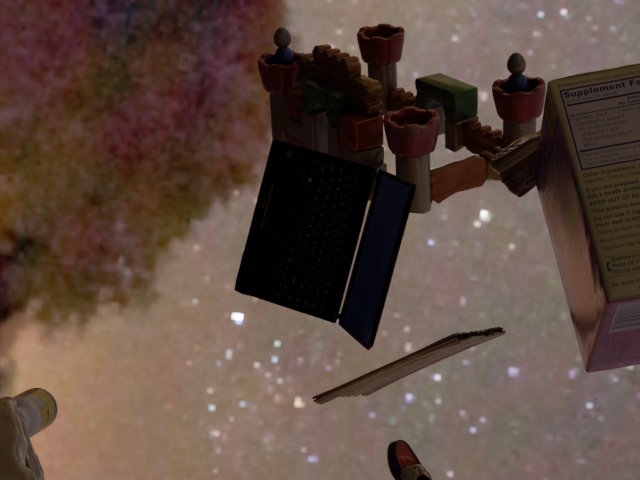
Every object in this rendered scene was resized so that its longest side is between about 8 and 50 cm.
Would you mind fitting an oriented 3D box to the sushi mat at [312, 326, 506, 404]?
[{"bbox_3d":[0.141,0.204,2.200,0.316,0.151,0.019,-29,-106,38],"label":"sushi mat"}]

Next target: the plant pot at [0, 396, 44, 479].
[{"bbox_3d":[-0.492,0.345,1.679,0.334,0.305,0.334,162,-90,-78],"label":"plant pot"}]

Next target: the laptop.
[{"bbox_3d":[0.000,0.000,1.889,0.136,0.264,0.234,-2,108,-70],"label":"laptop"}]

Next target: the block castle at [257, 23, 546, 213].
[{"bbox_3d":[0.120,-0.234,2.230,0.453,0.303,0.213,32,-47,49],"label":"block castle"}]

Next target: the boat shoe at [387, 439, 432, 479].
[{"bbox_3d":[0.137,0.342,1.924,0.043,0.049,0.137,-50,-124,52],"label":"boat shoe"}]

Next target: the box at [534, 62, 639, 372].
[{"bbox_3d":[0.306,-0.019,1.380,0.213,0.117,0.243,79,1,-67],"label":"box"}]

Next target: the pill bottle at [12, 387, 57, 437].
[{"bbox_3d":[-0.432,0.256,1.984,0.116,0.065,0.065,-25,128,-80],"label":"pill bottle"}]

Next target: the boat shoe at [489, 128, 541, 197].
[{"bbox_3d":[0.286,-0.113,1.578,0.178,0.060,0.064,-30,-172,10],"label":"boat shoe"}]
